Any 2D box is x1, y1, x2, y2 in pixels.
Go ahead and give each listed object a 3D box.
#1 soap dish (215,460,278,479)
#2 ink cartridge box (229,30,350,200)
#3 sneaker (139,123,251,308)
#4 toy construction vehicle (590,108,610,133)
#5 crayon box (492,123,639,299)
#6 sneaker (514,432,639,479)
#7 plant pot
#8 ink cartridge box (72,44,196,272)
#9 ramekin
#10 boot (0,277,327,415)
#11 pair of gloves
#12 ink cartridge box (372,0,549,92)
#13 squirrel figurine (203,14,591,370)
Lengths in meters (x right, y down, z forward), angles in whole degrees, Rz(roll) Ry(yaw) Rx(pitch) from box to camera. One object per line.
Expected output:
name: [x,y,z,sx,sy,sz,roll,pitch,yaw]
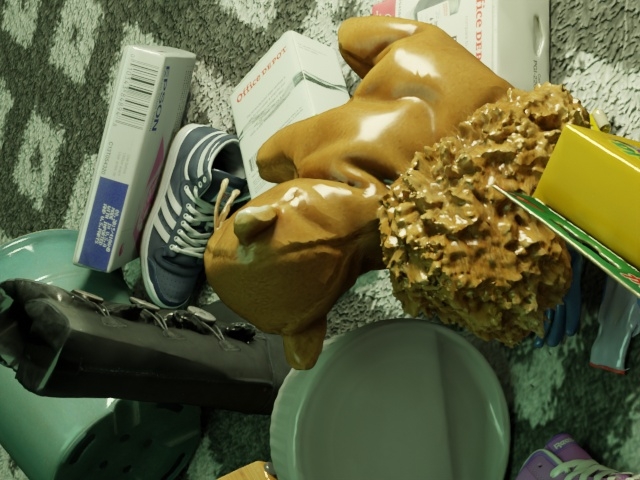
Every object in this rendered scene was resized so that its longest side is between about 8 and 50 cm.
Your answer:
soap dish: [0.010,0.390,1.564,0.118,0.229,0.291,-52,46,16]
ink cartridge box: [-0.034,-0.154,1.800,0.153,0.087,0.208,-43,46,34]
sneaker: [-0.178,-0.031,1.972,0.153,0.099,0.282,11,89,54]
toy construction vehicle: [0.294,-0.087,1.445,0.098,0.035,0.086,-55,43,40]
crayon box: [0.328,-0.010,1.153,0.202,0.318,0.081,43,116,46]
sneaker: [0.285,0.250,1.340,0.282,0.102,0.161,-40,51,40]
plant pot: [-0.366,0.218,2.004,0.334,0.341,0.341,46,119,35]
ink cartridge box: [-0.265,-0.132,2.030,0.330,0.071,0.324,-45,-29,-79]
ramekin: [0.068,0.219,1.497,0.127,0.272,0.273,-3,81,64]
boot: [-0.229,0.134,1.724,0.367,0.445,0.146,8,90,52]
pair of gloves: [0.288,0.053,1.432,0.198,0.023,0.159,22,101,52]
ink cartridge box: [0.162,-0.223,1.586,0.218,0.092,0.159,-9,77,49]
squirrel figurine: [0.076,-0.034,1.385,0.397,0.370,0.281,12,126,43]
